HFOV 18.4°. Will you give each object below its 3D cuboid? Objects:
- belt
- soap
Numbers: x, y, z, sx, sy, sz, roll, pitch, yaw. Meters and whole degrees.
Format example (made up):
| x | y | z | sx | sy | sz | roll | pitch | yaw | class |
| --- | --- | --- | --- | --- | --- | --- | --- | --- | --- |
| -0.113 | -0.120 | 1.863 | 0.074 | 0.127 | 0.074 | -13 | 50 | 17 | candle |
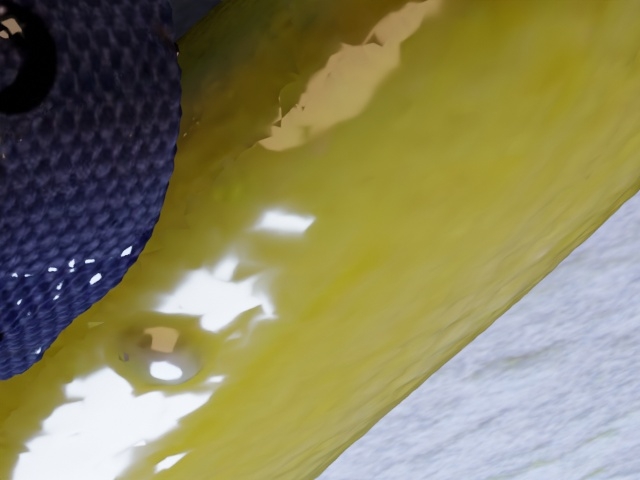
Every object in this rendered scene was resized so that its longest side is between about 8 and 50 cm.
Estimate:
| x | y | z | sx | sy | sz | roll | pitch | yaw | class |
| --- | --- | --- | --- | --- | --- | --- | --- | --- | --- |
| -0.128 | -0.024 | 0.550 | 0.126 | 0.140 | 0.230 | -10 | 173 | -36 | belt |
| -0.002 | -0.002 | 0.722 | 0.306 | 0.115 | 0.427 | -5 | 147 | -50 | soap |
